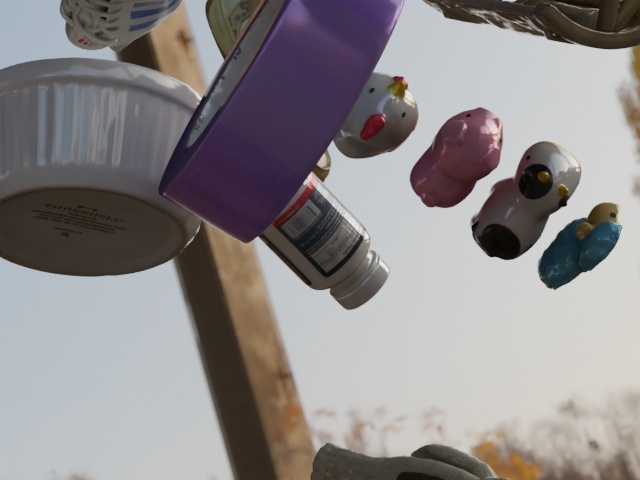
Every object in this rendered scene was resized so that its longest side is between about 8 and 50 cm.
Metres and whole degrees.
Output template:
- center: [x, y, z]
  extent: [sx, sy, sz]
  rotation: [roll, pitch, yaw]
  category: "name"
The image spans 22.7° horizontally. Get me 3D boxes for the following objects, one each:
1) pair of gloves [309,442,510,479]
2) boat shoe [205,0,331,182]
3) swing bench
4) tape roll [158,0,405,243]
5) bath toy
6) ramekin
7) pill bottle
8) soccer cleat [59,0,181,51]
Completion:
- center: [0.060, 0.255, 1.059]
  extent: [0.042, 0.240, 0.204]
  rotation: [9, -9, -38]
  category: "pair of gloves"
- center: [-0.051, -0.203, 2.072]
  extent: [0.089, 0.285, 0.104]
  rotation: [-24, 8, 24]
  category: "boat shoe"
- center: [0.263, -0.316, 1.626]
  extent: [0.165, 0.254, 0.253]
  rotation: [21, 4, -28]
  category: "swing bench"
- center: [-0.034, -0.136, 1.385]
  extent: [0.090, 0.275, 0.275]
  rotation: [32, -32, -11]
  category: "tape roll"
- center: [0.172, -0.081, 1.813]
  extent: [0.151, 0.348, 0.129]
  rotation: [-58, 5, 7]
  category: "bath toy"
- center: [-0.236, -0.062, 1.599]
  extent: [0.273, 0.127, 0.273]
  rotation: [0, -25, 0]
  category: "ramekin"
- center: [0.000, 0.000, 2.026]
  extent: [0.108, 0.180, 0.108]
  rotation: [-38, 20, 17]
  category: "pill bottle"
- center: [-0.205, -0.251, 1.585]
  extent: [0.143, 0.116, 0.331]
  rotation: [-51, -3, 2]
  category: "soccer cleat"
